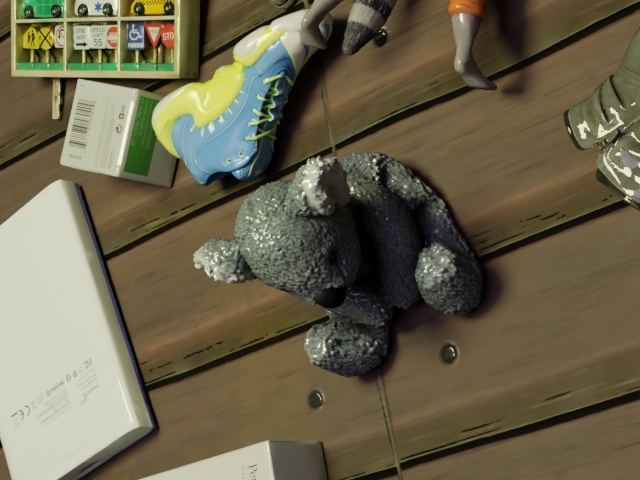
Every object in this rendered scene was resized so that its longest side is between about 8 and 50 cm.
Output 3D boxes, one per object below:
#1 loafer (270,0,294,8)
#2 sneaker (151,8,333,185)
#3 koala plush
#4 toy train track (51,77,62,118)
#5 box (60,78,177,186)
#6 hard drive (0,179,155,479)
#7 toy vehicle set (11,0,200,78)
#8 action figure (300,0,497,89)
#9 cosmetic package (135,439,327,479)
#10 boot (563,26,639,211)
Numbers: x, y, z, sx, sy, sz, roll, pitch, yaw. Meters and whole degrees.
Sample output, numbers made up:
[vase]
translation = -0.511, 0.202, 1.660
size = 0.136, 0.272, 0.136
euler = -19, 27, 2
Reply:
[loafer]
translation = -0.068, -0.301, 1.632
size = 0.045, 0.039, 0.125
euler = -47, 58, 24
[sneaker]
translation = -0.062, -0.140, 1.590
size = 0.240, 0.091, 0.126
euler = -32, 83, 31
[koala plush]
translation = 0.000, 0.000, 1.416
size = 0.196, 0.221, 0.203
euler = -36, 63, 30
[toy train track]
translation = -0.314, -0.188, 1.832
size = 0.048, 0.014, 0.083
euler = 2, 90, 32
[box]
translation = -0.219, -0.119, 1.695
size = 0.102, 0.087, 0.101
euler = 14, 92, 38
[hard drive]
translation = -0.316, 0.119, 1.767
size = 0.210, 0.040, 0.319
euler = -35, 63, 29
[toy vehicle set]
translation = -0.251, -0.270, 1.746
size = 0.267, 0.035, 0.166
euler = 4, 97, 35
[action figure]
translation = 0.138, -0.311, 1.385
size = 0.341, 0.178, 0.330
euler = 19, 99, 37
[cosmetic package]
translation = -0.101, 0.414, 1.519
size = 0.284, 0.097, 0.377
euler = -21, 71, 32
[boot]
translation = 0.320, -0.079, 1.275
size = 0.161, 0.083, 0.246
euler = -57, 48, 26
